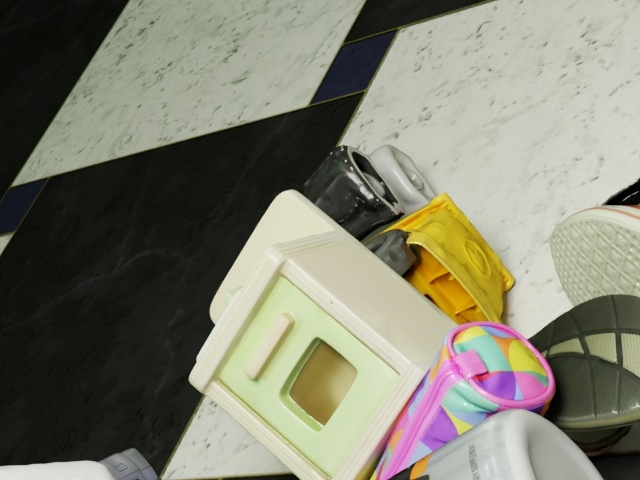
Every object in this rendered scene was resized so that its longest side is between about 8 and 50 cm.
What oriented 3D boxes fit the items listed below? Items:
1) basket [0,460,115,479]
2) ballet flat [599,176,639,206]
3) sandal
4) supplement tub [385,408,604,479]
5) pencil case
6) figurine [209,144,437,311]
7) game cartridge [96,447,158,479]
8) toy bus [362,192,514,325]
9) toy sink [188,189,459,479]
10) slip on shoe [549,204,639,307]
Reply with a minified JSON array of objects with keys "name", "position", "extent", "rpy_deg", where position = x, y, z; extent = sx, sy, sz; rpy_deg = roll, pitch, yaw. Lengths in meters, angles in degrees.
[{"name":"basket","position":[-0.295,0.382,1.527],"extent":[0.266,0.331,0.328],"rpy_deg":[-136,48,-56]},{"name":"ballet flat","position":[0.297,-0.054,1.713],"extent":[0.173,0.049,0.057],"rpy_deg":[-37,28,15]},{"name":"sandal","position":[0.207,0.126,1.568],"extent":[0.303,0.086,0.120],"rpy_deg":[-27,35,58]},{"name":"supplement tub","position":[0.068,0.277,1.419],"extent":[0.316,0.193,0.193],"rpy_deg":[-34,29,19]},{"name":"pencil case","position":[0.098,0.175,1.528],"extent":[0.104,0.104,0.236],"rpy_deg":[-91,23,-54]},{"name":"figurine","position":[0.000,0.000,1.936],"extent":[0.209,0.092,0.215],"rpy_deg":[-41,-10,17]},{"name":"game cartridge","position":[-0.297,0.304,1.838],"extent":[0.230,0.068,0.355],"rpy_deg":[-35,-5,13]},{"name":"toy bus","position":[0.068,0.054,1.797],"extent":[0.220,0.149,0.211],"rpy_deg":[-32,17,28]},{"name":"toy sink","position":[-0.010,0.086,1.630],"extent":[0.153,0.234,0.131],"rpy_deg":[-57,-20,23]},{"name":"slip on shoe","position":[0.311,0.015,1.560],"extent":[0.101,0.123,0.331],"rpy_deg":[-23,8,-33]}]
